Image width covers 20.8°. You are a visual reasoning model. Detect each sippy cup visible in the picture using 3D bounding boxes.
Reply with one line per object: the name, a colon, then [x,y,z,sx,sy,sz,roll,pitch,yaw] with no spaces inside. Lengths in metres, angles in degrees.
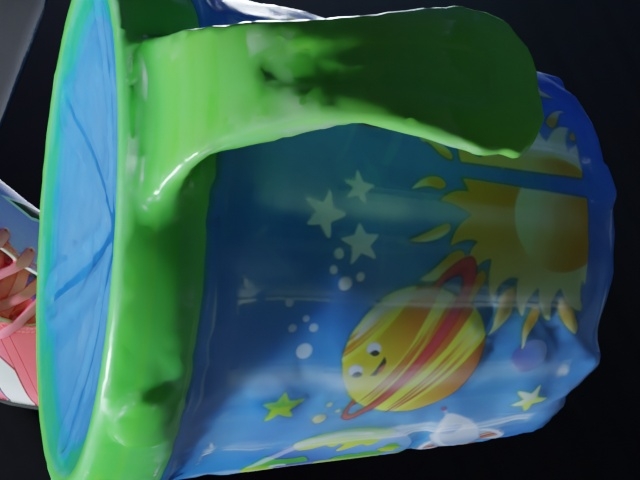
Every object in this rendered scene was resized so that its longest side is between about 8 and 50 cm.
sippy cup: [0.000,0.000,0.773,0.224,0.240,0.305,3,13,-16]

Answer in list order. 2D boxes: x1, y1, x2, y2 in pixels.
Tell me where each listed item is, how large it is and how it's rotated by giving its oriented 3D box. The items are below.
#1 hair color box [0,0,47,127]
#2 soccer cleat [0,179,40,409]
hair color box: [-0.248,-0.049,0.353,0.105,0.347,0.174,-33,36,50]
soccer cleat: [-0.209,-0.009,0.887,0.108,0.318,0.116,-61,20,-20]
